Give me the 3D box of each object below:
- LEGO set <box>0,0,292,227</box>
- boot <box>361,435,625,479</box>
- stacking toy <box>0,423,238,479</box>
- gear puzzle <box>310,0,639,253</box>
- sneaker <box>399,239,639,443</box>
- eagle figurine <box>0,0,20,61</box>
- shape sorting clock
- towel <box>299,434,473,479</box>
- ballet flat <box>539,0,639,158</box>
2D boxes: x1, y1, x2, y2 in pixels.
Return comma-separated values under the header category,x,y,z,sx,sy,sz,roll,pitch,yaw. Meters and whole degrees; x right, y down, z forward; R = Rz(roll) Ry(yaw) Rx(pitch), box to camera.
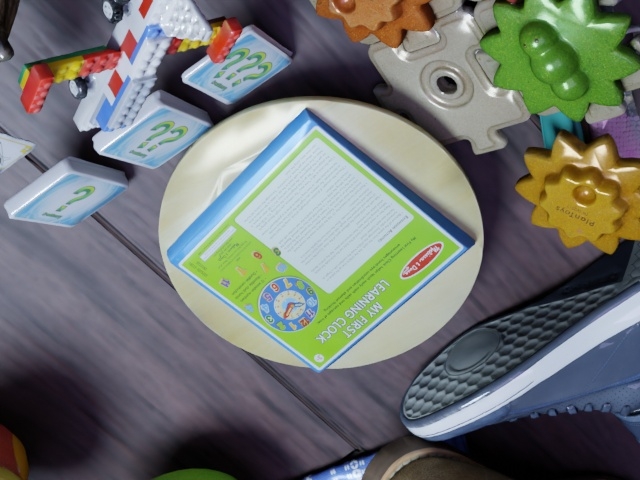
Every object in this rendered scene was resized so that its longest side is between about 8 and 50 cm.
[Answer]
category,x,y,z,sx,sy,sz,roll,pitch,yaw
LEGO set,-0.112,-0.057,0.569,0.182,0.244,0.060,-34,77,11
boot,0.176,0.225,0.772,0.305,0.115,0.112,19,94,-27
stacking toy,-0.192,0.255,0.793,0.280,0.130,0.309,-1,114,-26
gear puzzle,0.076,-0.113,0.602,0.175,0.044,0.339,-13,122,43
sneaker,0.183,0.113,0.753,0.226,0.086,0.163,-30,112,9
eagle figurine,-0.293,-0.148,0.535,0.298,0.226,0.225,15,135,-17
shape sorting clock,0.000,0.000,0.704,0.206,0.040,0.206,3,122,6
towel,-0.006,0.293,0.856,0.336,0.040,0.243,-21,115,7
ballet flat,0.156,-0.118,0.650,0.079,0.077,0.221,-31,123,-12
